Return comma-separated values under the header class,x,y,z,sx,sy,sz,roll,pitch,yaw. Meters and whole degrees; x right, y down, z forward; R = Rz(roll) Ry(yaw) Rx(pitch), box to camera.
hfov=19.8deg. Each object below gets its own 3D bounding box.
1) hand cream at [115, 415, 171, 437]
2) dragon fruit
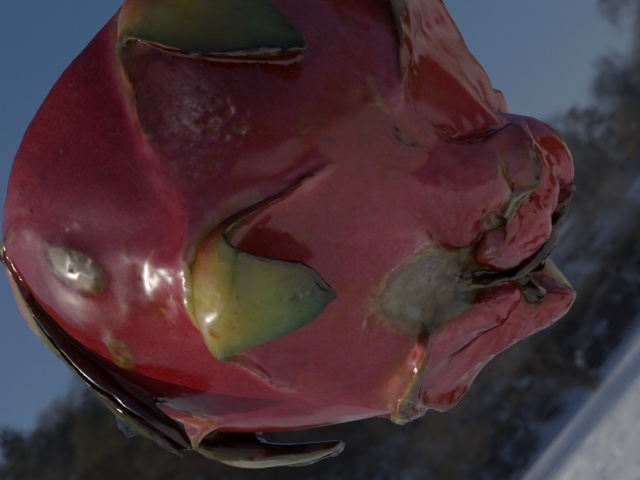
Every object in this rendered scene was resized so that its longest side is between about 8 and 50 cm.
class,x,y,z,sx,sy,sz,roll,pitch,yaw
hand cream,-0.156,0.036,1.429,0.083,0.224,0.048,-22,4,-22
dragon fruit,0.000,0.000,1.010,0.305,0.226,0.305,-29,-40,-28
